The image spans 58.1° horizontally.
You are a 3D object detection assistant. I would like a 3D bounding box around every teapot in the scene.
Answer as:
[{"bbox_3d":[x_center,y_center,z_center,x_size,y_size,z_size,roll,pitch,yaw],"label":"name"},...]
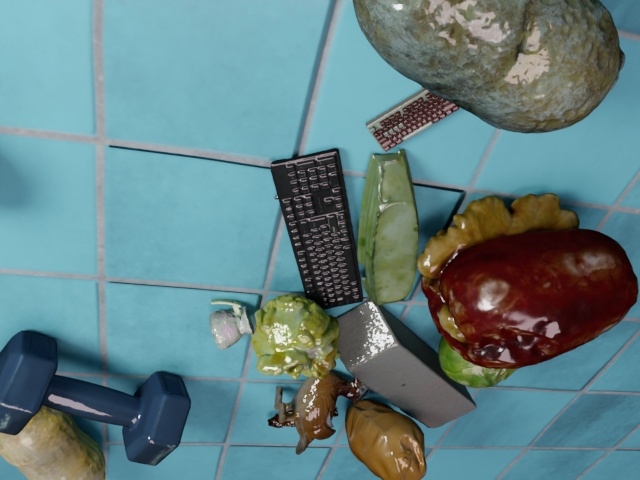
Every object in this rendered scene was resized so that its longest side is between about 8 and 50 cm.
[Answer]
[{"bbox_3d":[-0.144,0.130,0.930,0.064,0.064,0.083,-17,102,-3],"label":"teapot"}]

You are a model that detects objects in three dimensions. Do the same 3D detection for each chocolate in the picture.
[{"bbox_3d":[-0.498,0.390,1.073,0.134,0.134,0.309,-12,131,3],"label":"chocolate"}]

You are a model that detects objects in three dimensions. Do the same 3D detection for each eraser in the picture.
[{"bbox_3d":[0.155,0.238,1.065,0.111,0.077,0.352,-34,129,18],"label":"eraser"}]

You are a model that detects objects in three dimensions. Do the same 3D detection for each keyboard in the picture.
[{"bbox_3d":[0.000,0.000,0.851,0.100,0.018,0.310,-11,134,1],"label":"keyboard"},{"bbox_3d":[0.138,-0.168,0.714,0.165,0.017,0.055,-29,130,17],"label":"keyboard"}]

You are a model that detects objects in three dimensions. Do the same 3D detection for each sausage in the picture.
[{"bbox_3d":[0.120,0.381,1.109,0.120,0.136,0.241,-21,180,-17],"label":"sausage"}]

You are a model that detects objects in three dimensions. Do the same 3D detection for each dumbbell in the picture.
[{"bbox_3d":[-0.381,0.266,0.956,0.316,0.144,0.156,27,124,-30],"label":"dumbbell"}]

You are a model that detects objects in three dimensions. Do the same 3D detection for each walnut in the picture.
[{"bbox_3d":[0.286,0.051,0.835,0.268,0.244,0.222,-20,172,-3],"label":"walnut"}]

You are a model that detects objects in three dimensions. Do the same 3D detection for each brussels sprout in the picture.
[{"bbox_3d":[0.282,0.197,1.016,0.154,0.118,0.155,2,132,3],"label":"brussels sprout"}]

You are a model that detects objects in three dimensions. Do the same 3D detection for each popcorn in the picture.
[{"bbox_3d":[-0.041,0.149,0.912,0.162,0.135,0.142,-21,118,-28],"label":"popcorn"}]

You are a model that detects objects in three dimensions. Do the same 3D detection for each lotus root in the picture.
[{"bbox_3d":[0.157,-0.212,0.573,0.349,0.175,0.175,20,127,-19],"label":"lotus root"}]

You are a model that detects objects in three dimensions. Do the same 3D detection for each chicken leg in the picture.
[{"bbox_3d":[-0.036,0.364,1.180,0.144,0.038,0.062,-11,156,3],"label":"chicken leg"}]

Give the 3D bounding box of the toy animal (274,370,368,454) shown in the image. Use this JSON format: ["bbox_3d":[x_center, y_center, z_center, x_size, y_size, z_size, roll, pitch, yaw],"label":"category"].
[{"bbox_3d":[0.002,0.331,1.112,0.178,0.089,0.188,1,112,-16],"label":"toy animal"}]

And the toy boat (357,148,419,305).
[{"bbox_3d":[0.101,0.003,0.845,0.093,0.055,0.293,-9,134,-4],"label":"toy boat"}]
